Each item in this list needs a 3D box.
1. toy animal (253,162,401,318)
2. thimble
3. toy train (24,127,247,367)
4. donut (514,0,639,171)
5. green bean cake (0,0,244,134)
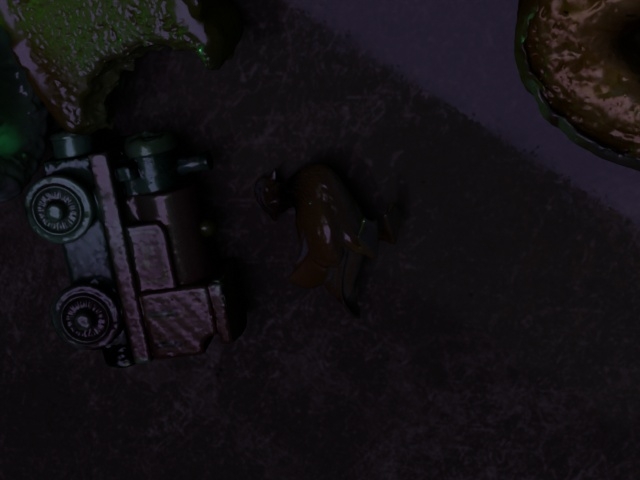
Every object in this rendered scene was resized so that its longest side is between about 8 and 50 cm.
[{"bbox_3d":[0.000,0.000,1.396,0.179,0.089,0.188,8,114,33],"label":"toy animal"},{"bbox_3d":[-0.422,-0.149,1.388,0.150,0.237,0.237,-8,107,18],"label":"thimble"},{"bbox_3d":[-0.219,0.003,1.438,0.222,0.150,0.304,-8,106,10],"label":"toy train"},{"bbox_3d":[0.349,-0.195,1.167,0.317,0.150,0.299,-12,109,22],"label":"donut"},{"bbox_3d":[-0.225,-0.258,1.339,0.236,0.124,0.232,-22,101,24],"label":"green bean cake"}]
